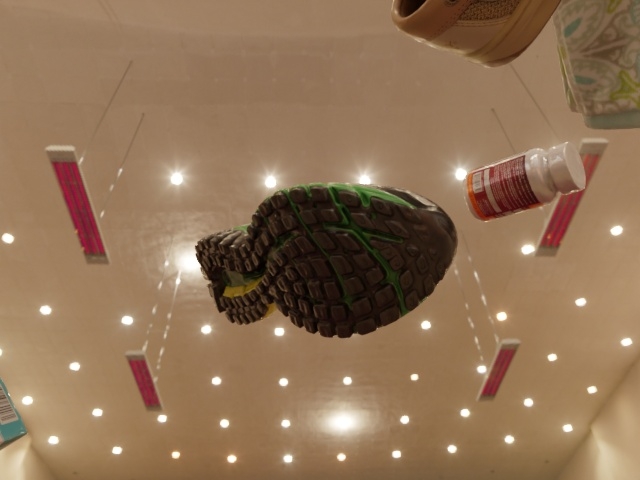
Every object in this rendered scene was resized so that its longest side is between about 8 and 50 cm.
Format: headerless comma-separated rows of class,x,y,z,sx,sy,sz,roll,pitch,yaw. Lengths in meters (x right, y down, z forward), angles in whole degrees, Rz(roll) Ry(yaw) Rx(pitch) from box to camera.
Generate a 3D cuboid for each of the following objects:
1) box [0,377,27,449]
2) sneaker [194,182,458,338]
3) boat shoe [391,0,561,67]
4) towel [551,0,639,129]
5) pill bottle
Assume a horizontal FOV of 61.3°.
box,-0.524,0.281,0.705,0.244,0.100,0.060,-32,-8,-4
sneaker,0.000,0.000,0.532,0.343,0.146,0.134,-6,-71,56
boat shoe,0.157,-0.292,0.360,0.110,0.121,0.341,7,-61,-29
towel,0.392,-0.273,0.540,0.090,0.374,0.320,-29,-69,-20
pill bottle,0.424,-0.122,1.136,0.221,0.121,0.121,-17,-45,42
